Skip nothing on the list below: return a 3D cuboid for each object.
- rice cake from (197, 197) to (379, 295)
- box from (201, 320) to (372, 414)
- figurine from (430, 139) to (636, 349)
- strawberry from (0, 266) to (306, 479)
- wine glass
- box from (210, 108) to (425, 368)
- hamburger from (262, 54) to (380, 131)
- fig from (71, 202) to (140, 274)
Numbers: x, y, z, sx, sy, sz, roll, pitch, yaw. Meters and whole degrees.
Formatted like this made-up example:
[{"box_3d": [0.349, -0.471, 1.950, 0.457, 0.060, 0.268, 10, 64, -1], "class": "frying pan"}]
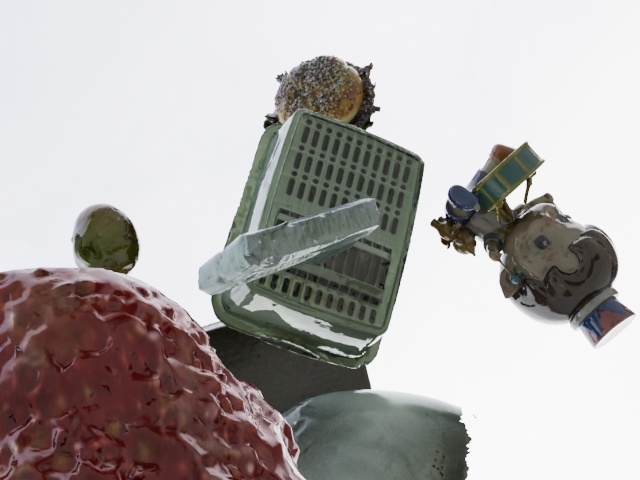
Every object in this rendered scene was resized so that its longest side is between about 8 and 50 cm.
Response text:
[{"box_3d": [-0.023, 0.002, 0.932, 0.226, 0.085, 0.040, -18, -102, -50], "class": "rice cake"}, {"box_3d": [-0.080, 0.193, 1.323, 0.273, 0.143, 0.184, -15, -89, -35], "class": "box"}, {"box_3d": [0.278, 0.010, 1.155, 0.275, 0.158, 0.161, 46, -123, 0], "class": "figurine"}, {"box_3d": [-0.113, 0.172, 0.488, 0.261, 0.261, 0.258, 11, -137, -25], "class": "strawberry"}, {"box_3d": [0.002, 0.253, 1.076, 0.357, 0.190, 0.190, 9, -104, -1], "class": "wine glass"}, {"box_3d": [0.000, 0.000, 1.153, 0.220, 0.166, 0.290, 20, -115, -10], "class": "box"}, {"box_3d": [-0.004, -0.203, 1.387, 0.093, 0.189, 0.164, 40, -143, -55], "class": "hamburger"}, {"box_3d": [-0.246, 0.009, 1.033, 0.082, 0.084, 0.098, 25, -149, 10], "class": "fig"}]
